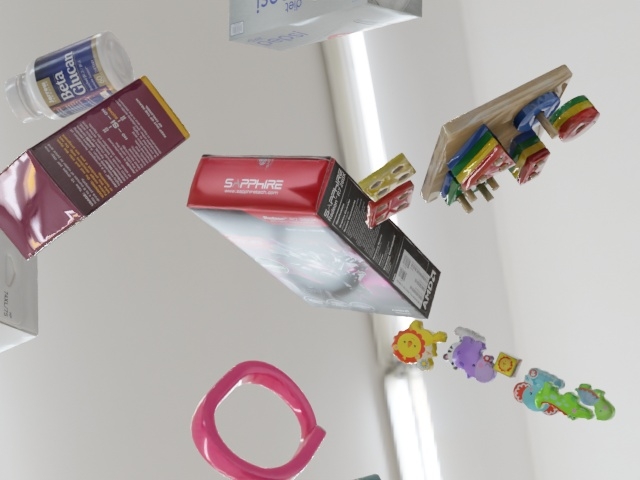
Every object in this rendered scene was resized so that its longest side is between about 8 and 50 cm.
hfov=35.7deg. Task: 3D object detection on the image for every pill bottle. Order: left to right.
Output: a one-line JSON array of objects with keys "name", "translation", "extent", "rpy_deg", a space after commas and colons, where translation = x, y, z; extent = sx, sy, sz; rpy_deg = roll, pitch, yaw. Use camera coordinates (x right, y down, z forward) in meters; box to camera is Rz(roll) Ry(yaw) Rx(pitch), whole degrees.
[{"name": "pill bottle", "translation": [-0.363, -0.230, 1.431], "extent": [0.094, 0.169, 0.094], "rpy_deg": [-19, -90, -78]}]

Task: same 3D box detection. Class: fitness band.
[{"name": "fitness band", "translation": [-0.102, 0.314, 1.698], "extent": [0.209, 0.054, 0.291], "rpy_deg": [41, -152, 3]}]

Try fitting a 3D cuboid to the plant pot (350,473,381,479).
[{"name": "plant pot", "translation": [-0.013, 0.520, 1.433], "extent": [0.247, 0.252, 0.248], "rpy_deg": [-119, 34, -49]}]

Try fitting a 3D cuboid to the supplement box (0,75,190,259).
[{"name": "supplement box", "translation": [-0.228, -0.075, 0.972], "extent": [0.081, 0.104, 0.188], "rpy_deg": [53, -142, -10]}]

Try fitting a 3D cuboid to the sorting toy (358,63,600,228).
[{"name": "sorting toy", "translation": [0.158, -0.078, 0.901], "extent": [0.046, 0.274, 0.132], "rpy_deg": [58, 164, 19]}]

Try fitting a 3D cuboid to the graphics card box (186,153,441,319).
[{"name": "graphics card box", "translation": [0.000, 0.000, 1.483], "extent": [0.371, 0.232, 0.094], "rpy_deg": [42, -121, -50]}]

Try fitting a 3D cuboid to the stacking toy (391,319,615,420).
[{"name": "stacking toy", "translation": [0.204, 0.151, 1.082], "extent": [0.167, 0.221, 0.052], "rpy_deg": [15, -82, -62]}]

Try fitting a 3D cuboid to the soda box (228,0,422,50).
[{"name": "soda box", "translation": [0.000, -0.315, 1.284], "extent": [0.098, 0.286, 0.091], "rpy_deg": [2, -92, -41]}]

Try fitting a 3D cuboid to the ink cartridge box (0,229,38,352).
[{"name": "ink cartridge box", "translation": [-0.627, 0.086, 1.626], "extent": [0.197, 0.270, 0.198], "rpy_deg": [36, -143, -52]}]
